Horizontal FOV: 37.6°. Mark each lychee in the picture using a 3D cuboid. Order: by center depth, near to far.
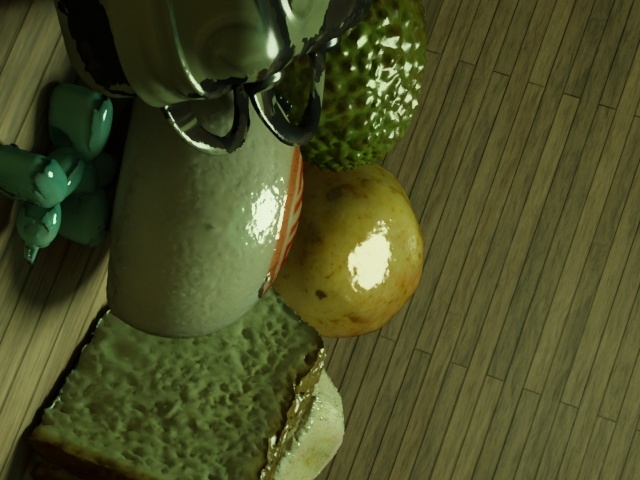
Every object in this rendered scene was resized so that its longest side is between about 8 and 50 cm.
[{"bbox_3d":[0.009,-0.246,1.180,0.320,0.270,0.270,58,41,-31],"label":"lychee"}]

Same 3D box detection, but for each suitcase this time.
[{"bbox_3d":[-0.080,-0.232,0.724,0.351,0.194,0.339,-52,137,-62],"label":"suitcase"}]

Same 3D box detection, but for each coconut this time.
[{"bbox_3d":[-0.110,0.277,1.495,0.297,0.297,0.254,-69,160,-10],"label":"coconut"}]

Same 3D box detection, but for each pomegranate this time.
[{"bbox_3d":[0.000,0.000,1.557,0.342,0.342,0.342,19,90,-81],"label":"pomegranate"}]

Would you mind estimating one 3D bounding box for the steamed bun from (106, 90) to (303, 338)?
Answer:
[{"bbox_3d":[-0.109,-0.038,0.942,0.283,0.177,0.283,-169,-90,-82],"label":"steamed bun"}]

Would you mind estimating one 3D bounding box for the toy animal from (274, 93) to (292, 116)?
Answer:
[{"bbox_3d":[-0.127,-0.116,1.123,0.220,0.108,0.062,-40,-172,27],"label":"toy animal"}]

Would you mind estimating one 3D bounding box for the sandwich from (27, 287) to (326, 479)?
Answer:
[{"bbox_3d":[-0.148,0.179,1.101,0.131,0.262,0.325,99,12,-54],"label":"sandwich"}]

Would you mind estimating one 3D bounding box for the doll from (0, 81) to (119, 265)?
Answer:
[{"bbox_3d":[-0.220,-0.054,0.824,0.159,0.059,0.158,-63,167,-48],"label":"doll"}]
